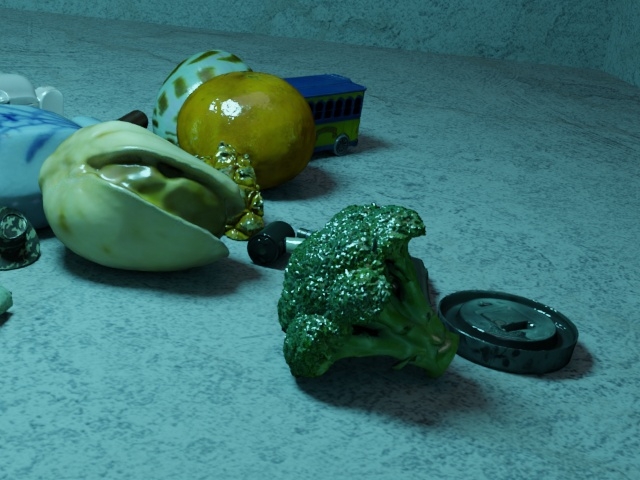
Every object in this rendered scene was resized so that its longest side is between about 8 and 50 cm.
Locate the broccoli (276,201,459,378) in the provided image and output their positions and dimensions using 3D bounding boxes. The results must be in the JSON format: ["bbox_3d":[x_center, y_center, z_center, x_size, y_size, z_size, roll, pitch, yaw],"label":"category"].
[{"bbox_3d":[0.068,0.094,1.434,0.269,0.269,0.254,4,-4,-12],"label":"broccoli"}]

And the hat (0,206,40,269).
[{"bbox_3d":[-0.478,-0.008,1.624,0.121,0.050,0.121,19,46,-22],"label":"hat"}]

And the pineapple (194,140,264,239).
[{"bbox_3d":[-0.205,-0.099,1.913,0.164,0.140,0.250,-1,25,-21],"label":"pineapple"}]

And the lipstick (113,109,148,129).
[{"bbox_3d":[-0.445,-0.211,2.219,0.057,0.057,0.357,12,21,8],"label":"lipstick"}]

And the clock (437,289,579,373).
[{"bbox_3d":[0.281,0.136,1.612,0.215,0.042,0.215,8,21,-3],"label":"clock"}]

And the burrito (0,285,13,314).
[{"bbox_3d":[-0.465,0.088,1.421,0.074,0.044,0.118,13,18,3],"label":"burrito"}]

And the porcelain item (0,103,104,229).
[{"bbox_3d":[-0.530,-0.123,1.768,0.405,0.178,0.242,-13,30,-43],"label":"porcelain item"}]

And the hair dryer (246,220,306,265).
[{"bbox_3d":[-0.016,0.010,1.774,0.197,0.057,0.100,7,19,18],"label":"hair dryer"}]

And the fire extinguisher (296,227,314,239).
[{"bbox_3d":[0.000,0.000,1.885,0.083,0.025,0.038,16,-2,20],"label":"fire extinguisher"}]

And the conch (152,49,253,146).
[{"bbox_3d":[-0.262,-0.334,2.441,0.249,0.197,0.368,-11,14,5],"label":"conch"}]

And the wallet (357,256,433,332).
[{"bbox_3d":[0.091,0.080,1.682,0.165,0.042,0.309,7,19,1],"label":"wallet"}]

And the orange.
[{"bbox_3d":[-0.148,-0.222,2.138,0.284,0.226,0.284,3,25,-1],"label":"orange"}]

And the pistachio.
[{"bbox_3d":[-0.283,-0.061,1.659,0.321,0.229,0.238,16,-15,-1],"label":"pistachio"}]

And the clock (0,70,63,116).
[{"bbox_3d":[-0.697,-0.238,2.013,0.325,0.184,0.342,21,24,36],"label":"clock"}]

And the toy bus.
[{"bbox_3d":[-0.039,-0.284,2.412,0.138,0.175,0.287,25,26,35],"label":"toy bus"}]
